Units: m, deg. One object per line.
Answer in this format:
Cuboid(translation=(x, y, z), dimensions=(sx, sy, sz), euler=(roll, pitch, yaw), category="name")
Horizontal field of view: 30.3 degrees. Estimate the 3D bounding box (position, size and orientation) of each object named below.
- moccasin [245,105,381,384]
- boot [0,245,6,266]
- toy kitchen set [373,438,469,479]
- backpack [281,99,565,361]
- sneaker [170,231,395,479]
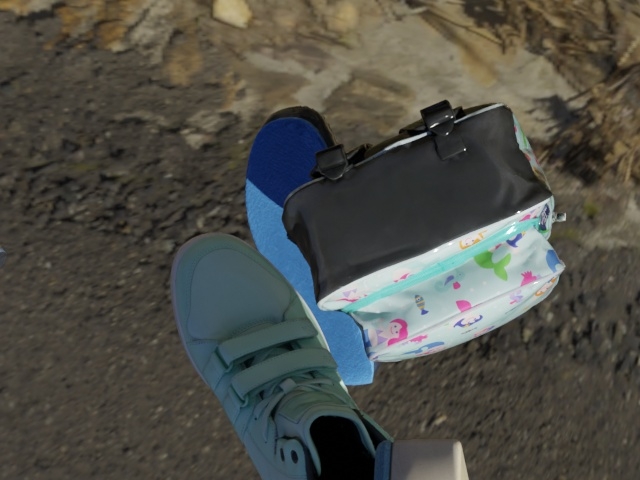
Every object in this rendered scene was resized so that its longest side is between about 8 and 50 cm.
Cuboid(translation=(0.000, 0.000, 1.311), dimensions=(0.137, 0.117, 0.342), euler=(4, 124, 22), category="moccasin")
Cuboid(translation=(-0.319, 0.032, 0.819), dimensions=(0.219, 0.082, 0.106), euler=(-38, 84, 18), category="boot")
Cuboid(translation=(-0.006, 0.220, 0.598), dimensions=(0.166, 0.207, 0.122), euler=(-3, 143, 11), category="toy kitchen set")
Cuboid(translation=(0.099, -0.003, 1.040), dimensions=(0.225, 0.253, 0.191), euler=(-24, 86, 5), category="backpack")
Cuboid(translation=(-0.014, 0.088, 0.760), dimensions=(0.094, 0.151, 0.256), euler=(-24, 76, -19), category="sneaker")
